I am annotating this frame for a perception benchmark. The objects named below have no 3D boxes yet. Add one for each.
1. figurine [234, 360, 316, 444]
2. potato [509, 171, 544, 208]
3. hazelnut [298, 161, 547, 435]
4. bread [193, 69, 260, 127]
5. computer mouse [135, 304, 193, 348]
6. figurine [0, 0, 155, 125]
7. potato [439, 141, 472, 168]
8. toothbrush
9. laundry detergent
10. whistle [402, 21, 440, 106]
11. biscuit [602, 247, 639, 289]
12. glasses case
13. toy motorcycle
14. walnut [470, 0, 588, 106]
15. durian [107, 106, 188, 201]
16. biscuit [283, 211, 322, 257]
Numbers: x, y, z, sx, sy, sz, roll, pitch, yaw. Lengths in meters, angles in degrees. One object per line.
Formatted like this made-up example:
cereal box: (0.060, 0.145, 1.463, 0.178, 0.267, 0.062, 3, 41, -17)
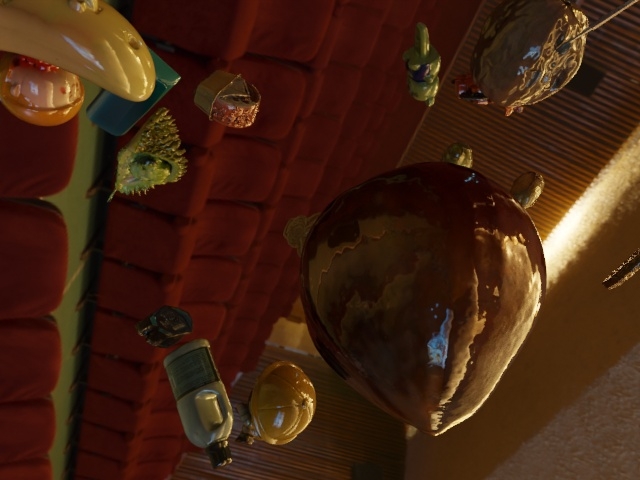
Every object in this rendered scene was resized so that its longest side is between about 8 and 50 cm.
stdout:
figurine: (-0.109, 0.408, 1.285, 0.257, 0.167, 0.192, -54, -167, 51)
potato: (0.694, -0.170, 1.773, 0.107, 0.080, 0.170, -27, -164, 45)
hazelnut: (0.136, 0.085, 0.780, 0.410, 0.358, 0.360, 83, 15, -55)
bread: (-0.319, -0.488, 1.838, 0.142, 0.211, 0.224, -57, -176, 41)
computer mouse: (-0.300, 0.172, 1.009, 0.047, 0.079, 0.135, -56, 165, 20)
figurine: (-0.372, -0.246, 0.671, 0.124, 0.324, 0.222, -76, -171, -45)
potato: (0.402, -0.228, 1.581, 0.188, 0.105, 0.085, 85, -8, -62)
toothbrush: (0.561, -0.436, 1.045, 0.194, 0.014, 0.017, -33, -110, 43)
laundry detergent: (-0.213, 0.299, 0.954, 0.226, 0.099, 0.070, 63, 8, 26)
whistle: (0.255, -0.438, 1.320, 0.227, 0.085, 0.105, 71, -3, -54)
biscuit: (0.640, 0.030, 1.041, 0.187, 0.027, 0.188, -36, 158, -17)
glasses case: (-0.469, -0.354, 1.289, 0.301, 0.117, 0.070, -23, -143, 44)
toy motorcycle: (0.529, -0.481, 1.631, 0.326, 0.221, 0.148, -78, 164, -61)
walnut: (0.479, -0.441, 1.225, 0.273, 0.226, 0.273, -61, -175, 9)
durian: (-0.417, -0.207, 1.246, 0.355, 0.169, 0.158, -26, -96, 59)
biscuit: (0.001, -0.003, 1.457, 0.144, 0.236, 0.040, -64, 155, -11)
